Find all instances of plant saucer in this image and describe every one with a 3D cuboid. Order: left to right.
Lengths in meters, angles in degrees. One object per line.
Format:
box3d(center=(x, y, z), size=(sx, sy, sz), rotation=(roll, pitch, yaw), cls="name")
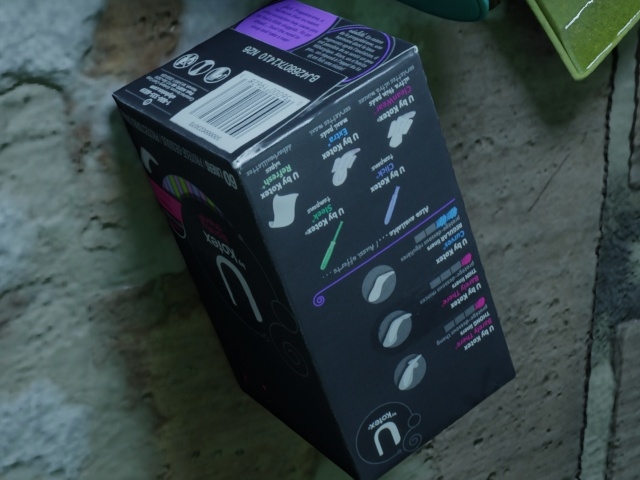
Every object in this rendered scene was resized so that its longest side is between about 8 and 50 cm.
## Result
box3d(center=(0.198, -0.247, 1.077), size=(0.188, 0.045, 0.188), rotation=(-48, 129, -9), cls="plant saucer")

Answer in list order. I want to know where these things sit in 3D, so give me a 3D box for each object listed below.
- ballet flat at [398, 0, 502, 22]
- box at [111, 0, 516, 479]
box3d(center=(-0.001, -0.248, 0.913), size=(0.342, 0.116, 0.124), rotation=(18, 80, -35), cls="ballet flat")
box3d(center=(0.000, 0.000, 0.969), size=(0.143, 0.165, 0.270), rotation=(-34, 125, -19), cls="box")
